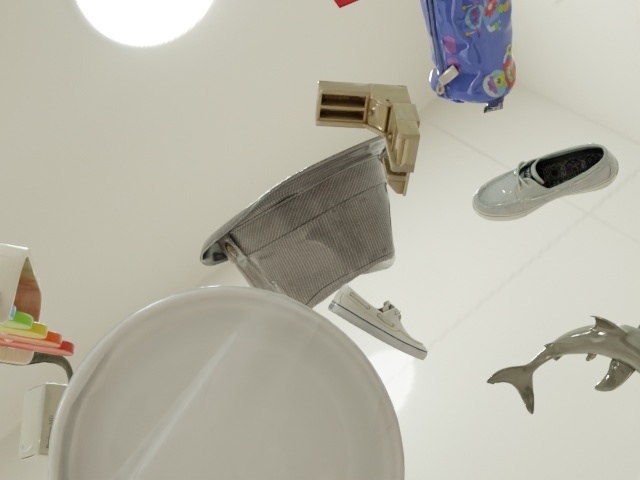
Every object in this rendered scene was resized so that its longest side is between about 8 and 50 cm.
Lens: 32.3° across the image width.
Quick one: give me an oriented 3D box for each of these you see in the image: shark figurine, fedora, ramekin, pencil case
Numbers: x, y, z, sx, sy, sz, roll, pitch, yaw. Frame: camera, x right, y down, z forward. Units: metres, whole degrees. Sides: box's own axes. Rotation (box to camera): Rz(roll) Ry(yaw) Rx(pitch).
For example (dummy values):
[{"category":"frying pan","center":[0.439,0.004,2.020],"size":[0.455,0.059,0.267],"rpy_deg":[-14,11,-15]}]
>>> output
[{"category":"shark figurine","center":[0.388,0.151,1.608],"size":[0.116,0.278,0.166],"rpy_deg":[46,-134,-45]},{"category":"fedora","center":[0.000,0.000,1.205],"size":[0.243,0.275,0.124],"rpy_deg":[-26,-94,-37]},{"category":"ramekin","center":[-0.074,0.177,0.888],"size":[0.273,0.273,0.127],"rpy_deg":[-43,-4,-10]},{"category":"pencil case","center":[0.176,-0.313,1.395],"size":[0.133,0.119,0.306],"rpy_deg":[-41,-45,-31]}]

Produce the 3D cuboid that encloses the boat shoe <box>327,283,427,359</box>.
[{"category":"boat shoe","center":[0.056,0.070,0.973],"size":[0.100,0.035,0.035],"rpy_deg":[30,-93,-8]}]

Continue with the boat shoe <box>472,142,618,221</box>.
[{"category":"boat shoe","center":[0.330,-0.096,1.663],"size":[0.227,0.079,0.081],"rpy_deg":[-18,-29,19]}]

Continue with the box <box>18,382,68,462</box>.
[{"category":"box","center":[-0.311,0.289,1.690],"size":[0.275,0.094,0.113],"rpy_deg":[11,-109,-31]}]

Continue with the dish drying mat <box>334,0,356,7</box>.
[{"category":"dish drying mat","center":[0.011,-0.257,1.050],"size":[0.032,0.008,0.083],"rpy_deg":[-16,-45,26]}]

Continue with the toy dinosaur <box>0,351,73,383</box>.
[{"category":"toy dinosaur","center":[-0.471,0.114,1.533],"size":[0.121,0.313,0.160],"rpy_deg":[-42,-16,14]}]

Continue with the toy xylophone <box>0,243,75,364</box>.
[{"category":"toy xylophone","center":[-0.373,0.053,1.089],"size":[0.323,0.236,0.081],"rpy_deg":[99,180,-75]}]

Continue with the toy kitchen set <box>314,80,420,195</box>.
[{"category":"toy kitchen set","center":[0.035,-0.076,0.874],"size":[0.075,0.083,0.068],"rpy_deg":[3,-57,-6]}]
